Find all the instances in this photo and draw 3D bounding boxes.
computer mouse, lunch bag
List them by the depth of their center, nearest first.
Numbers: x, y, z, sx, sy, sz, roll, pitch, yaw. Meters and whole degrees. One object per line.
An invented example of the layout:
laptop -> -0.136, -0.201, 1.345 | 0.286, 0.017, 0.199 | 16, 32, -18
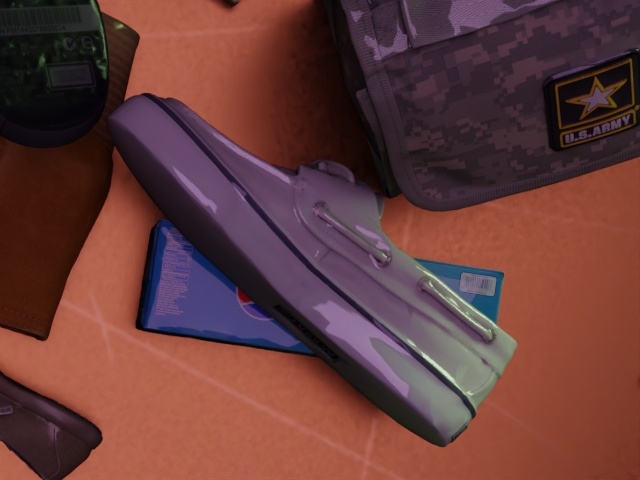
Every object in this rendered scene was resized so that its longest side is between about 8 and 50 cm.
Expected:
lunch bag -> 0.127, -0.119, 1.066 | 0.235, 0.287, 0.169 | -18, 90, 1
computer mouse -> -0.158, -0.181, 1.093 | 0.184, 0.060, 0.262 | -16, 88, -40

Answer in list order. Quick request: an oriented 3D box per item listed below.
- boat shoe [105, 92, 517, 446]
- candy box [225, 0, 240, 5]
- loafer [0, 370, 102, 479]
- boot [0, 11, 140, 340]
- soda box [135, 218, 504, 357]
boat shoe -> 0.000, 0.000, 1.086 | 0.267, 0.096, 0.088 | 42, 76, -5
candy box -> -0.038, -0.258, 1.194 | 0.105, 0.027, 0.206 | 35, 84, -10
loafer -> -0.201, 0.098, 1.142 | 0.148, 0.056, 0.050 | 28, 78, -7
boot -> -0.260, -0.073, 1.110 | 0.295, 0.104, 0.211 | 22, 79, -14
soda box -> -0.002, 0.037, 1.167 | 0.210, 0.071, 0.067 | 10, 85, -9
